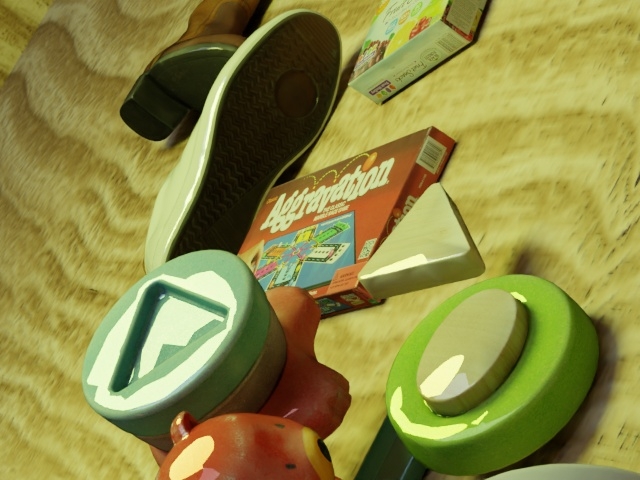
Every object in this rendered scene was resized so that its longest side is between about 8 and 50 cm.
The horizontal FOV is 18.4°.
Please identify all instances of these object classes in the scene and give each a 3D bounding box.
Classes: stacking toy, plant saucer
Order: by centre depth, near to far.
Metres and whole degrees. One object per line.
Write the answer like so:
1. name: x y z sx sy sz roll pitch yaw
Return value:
1. stacking toy: -0.007 0.065 1.168 0.279 0.130 0.309 -40 34 1
2. plant saucer: 0.029 0.177 1.239 0.192 0.018 0.067 -61 19 -14

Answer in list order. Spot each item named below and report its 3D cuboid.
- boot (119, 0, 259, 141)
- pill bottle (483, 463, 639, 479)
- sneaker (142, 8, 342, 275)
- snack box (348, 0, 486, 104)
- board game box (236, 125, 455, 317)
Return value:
1. boot: -0.080 -0.247 2.126 0.280 0.096 0.264 -57 10 -24
2. pill bottle: 0.088 0.250 0.714 0.188 0.188 0.334 -42 23 37
3. sneaker: -0.085 -0.082 1.789 0.290 0.106 0.123 -61 22 -7
4. snack box: 0.086 -0.183 1.636 0.141 0.037 0.100 -31 31 53
5. board game box: 0.000 0.000 1.576 0.281 0.027 0.145 -19 41 61
